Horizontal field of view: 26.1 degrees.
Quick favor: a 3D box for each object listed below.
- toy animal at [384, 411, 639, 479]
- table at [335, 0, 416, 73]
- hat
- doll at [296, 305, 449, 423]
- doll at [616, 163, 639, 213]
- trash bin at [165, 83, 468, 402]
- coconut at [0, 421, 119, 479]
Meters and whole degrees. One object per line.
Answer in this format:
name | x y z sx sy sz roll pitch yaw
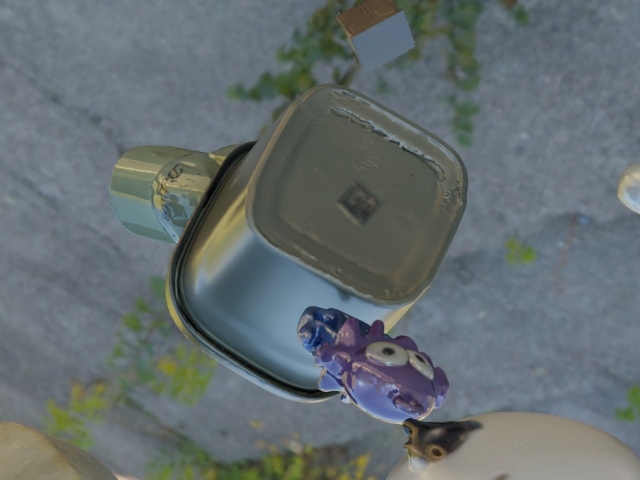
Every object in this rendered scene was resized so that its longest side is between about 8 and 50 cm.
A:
toy animal | 0.129 0.195 0.763 0.235 0.187 0.165 27 179 -28
table | 0.072 -0.297 1.930 0.082 0.083 0.070 58 176 44
hat | -0.125 -0.055 1.380 0.166 0.122 0.081 15 170 4
doll | 0.033 0.087 1.016 0.110 0.067 0.206 17 -171 -23
doll | 0.487 -0.053 1.431 0.366 0.376 0.187 61 176 -36
trash bin | 0.000 0.000 1.227 0.219 0.220 0.250 28 157 -7
coconut | -0.340 0.343 1.482 0.328 0.329 0.329 21 153 11
